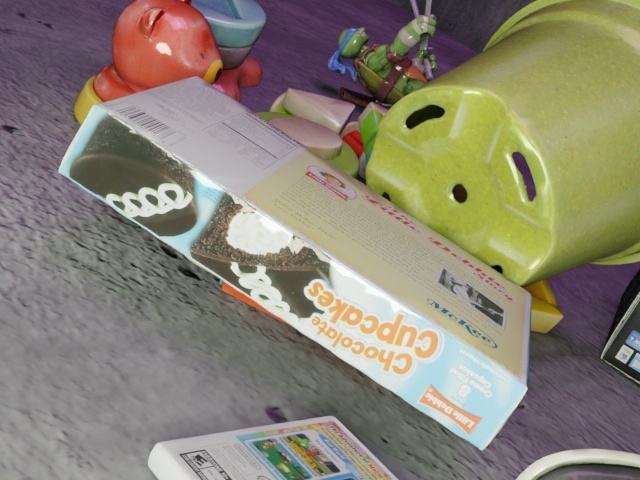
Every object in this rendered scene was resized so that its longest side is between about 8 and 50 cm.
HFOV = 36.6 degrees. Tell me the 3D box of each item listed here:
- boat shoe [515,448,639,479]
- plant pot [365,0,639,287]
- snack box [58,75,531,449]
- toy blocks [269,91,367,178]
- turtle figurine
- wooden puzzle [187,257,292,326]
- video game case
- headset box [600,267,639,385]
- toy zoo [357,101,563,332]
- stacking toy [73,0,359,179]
[{"bbox_3d":[0.222,0.196,0.578,0.233,0.084,0.079,28,18,-9],"label":"boat shoe"},{"bbox_3d":[0.184,-0.072,0.859,0.276,0.276,0.254,37,38,26],"label":"plant pot"},{"bbox_3d":[0.000,0.000,0.684,0.322,0.060,0.187,33,20,3],"label":"snack box"},{"bbox_3d":[0.024,-0.113,1.145,0.123,0.054,0.148,6,29,-48],"label":"toy blocks"},{"bbox_3d":[0.179,-0.282,1.514,0.266,0.198,0.275,46,63,1],"label":"turtle figurine"},{"bbox_3d":[0.013,0.036,0.777,0.239,0.044,0.221,33,19,3],"label":"wooden puzzle"},{"bbox_3d":[0.008,0.152,0.501,0.143,0.019,0.157,4,29,-50],"label":"video game case"},{"bbox_3d":[0.454,0.104,1.050,0.246,0.131,0.283,32,20,13],"label":"headset box"},{"bbox_3d":[0.142,-0.013,0.993,0.192,0.030,0.293,22,35,-26],"label":"toy zoo"},{"bbox_3d":[-0.072,-0.179,0.980,0.280,0.130,0.309,20,29,-7],"label":"stacking toy"}]
